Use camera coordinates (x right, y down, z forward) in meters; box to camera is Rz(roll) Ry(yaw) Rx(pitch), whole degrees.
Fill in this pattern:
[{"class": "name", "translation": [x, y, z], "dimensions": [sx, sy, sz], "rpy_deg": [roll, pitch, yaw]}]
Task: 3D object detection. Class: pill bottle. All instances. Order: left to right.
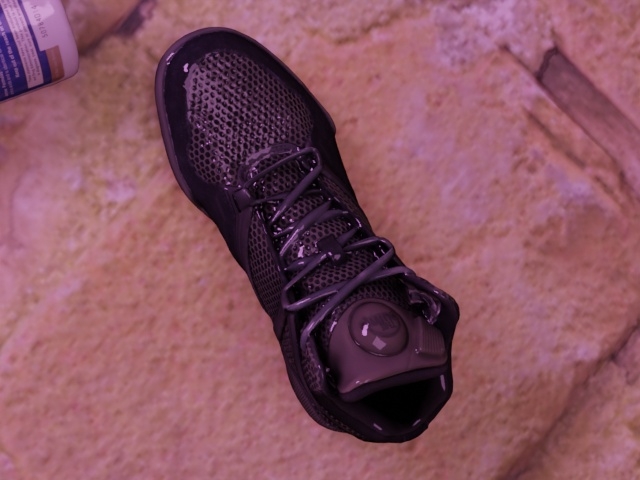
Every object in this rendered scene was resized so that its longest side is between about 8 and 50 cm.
[{"class": "pill bottle", "translation": [-0.175, -0.085, 0.593], "dimensions": [0.120, 0.067, 0.067], "rpy_deg": [-23, 103, -15]}]

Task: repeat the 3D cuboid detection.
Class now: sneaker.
[{"class": "sneaker", "translation": [0.000, 0.000, 0.633], "dimensions": [0.087, 0.130, 0.227], "rpy_deg": [-26, 102, -16]}]
